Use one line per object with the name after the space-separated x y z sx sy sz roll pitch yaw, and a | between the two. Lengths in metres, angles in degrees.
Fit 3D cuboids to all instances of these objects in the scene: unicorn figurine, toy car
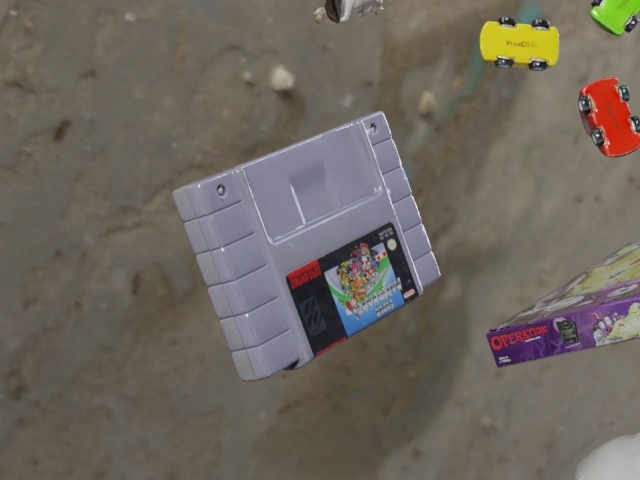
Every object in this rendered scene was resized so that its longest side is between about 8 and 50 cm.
0.031 -0.368 2.242 0.111 0.060 0.162 -38 122 -18 | unicorn figurine
0.335 -0.245 1.853 0.225 0.239 0.053 -53 -179 -9 | toy car

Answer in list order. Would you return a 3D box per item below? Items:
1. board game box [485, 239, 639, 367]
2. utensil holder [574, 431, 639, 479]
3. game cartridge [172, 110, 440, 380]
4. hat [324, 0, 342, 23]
0.360 0.048 1.694 0.347 0.208 0.056 -25 100 -49 | board game box
0.398 0.160 0.867 0.385 0.328 0.327 -36 153 13 | utensil holder
0.000 0.000 1.714 0.355 0.068 0.230 -26 94 -50 | game cartridge
-0.037 -0.432 1.851 0.331 0.134 0.331 180 -90 -87 | hat
